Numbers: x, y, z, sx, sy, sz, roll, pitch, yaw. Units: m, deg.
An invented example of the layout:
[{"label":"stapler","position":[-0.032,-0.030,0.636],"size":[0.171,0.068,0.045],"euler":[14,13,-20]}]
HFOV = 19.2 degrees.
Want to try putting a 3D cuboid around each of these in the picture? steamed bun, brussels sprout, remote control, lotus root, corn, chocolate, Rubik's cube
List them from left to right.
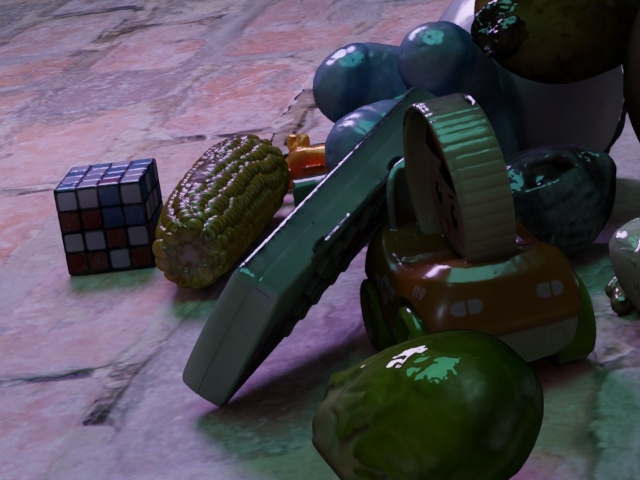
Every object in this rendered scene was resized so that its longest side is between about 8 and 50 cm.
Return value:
[{"label":"Rubik's cube","position":[-0.212,-0.025,1.930],"size":[0.092,0.092,0.092],"euler":[-7,16,6]},{"label":"corn","position":[-0.101,-0.032,1.898],"size":[0.101,0.101,0.310],"euler":[-4,20,16]},{"label":"remote control","position":[0.001,0.001,1.575],"size":[0.050,0.145,0.344],"euler":[34,42,7]},{"label":"brussels sprout","position":[0.076,0.121,1.257],"size":[0.155,0.117,0.155],"euler":[-33,6,4]},{"label":"chocolate","position":[0.162,-0.018,1.704],"size":[0.248,0.110,0.110],"euler":[-17,18,-25]},{"label":"lotus root","position":[0.227,-0.214,1.747],"size":[0.145,0.128,0.260],"euler":[41,43,23]},{"label":"steamed bun","position":[0.293,0.025,1.505],"size":[0.130,0.091,0.112],"euler":[-15,22,-30]}]

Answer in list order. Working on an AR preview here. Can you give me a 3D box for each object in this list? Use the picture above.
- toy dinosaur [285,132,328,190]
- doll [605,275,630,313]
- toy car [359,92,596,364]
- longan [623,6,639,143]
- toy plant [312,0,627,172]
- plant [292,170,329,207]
[{"label":"toy dinosaur","position":[0.050,-0.089,2.063],"size":[0.288,0.070,0.117],"euler":[-17,29,-13]},{"label":"doll","position":[0.265,0.024,1.597],"size":[0.061,0.051,0.093],"euler":[-32,-3,37]},{"label":"toy car","position":[0.111,-0.010,1.499],"size":[0.145,0.235,0.235],"euler":[-12,17,-12]},{"label":"longan","position":[0.405,-0.135,1.654],"size":[0.297,0.297,0.297],"euler":[-8,16,2]},{"label":"toy plant","position":[0.128,-0.121,1.867],"size":[0.247,0.247,0.332],"euler":[6,26,41]},{"label":"plant","position":[0.023,-0.049,1.968],"size":[0.102,0.051,0.051],"euler":[-4,17,2]}]
